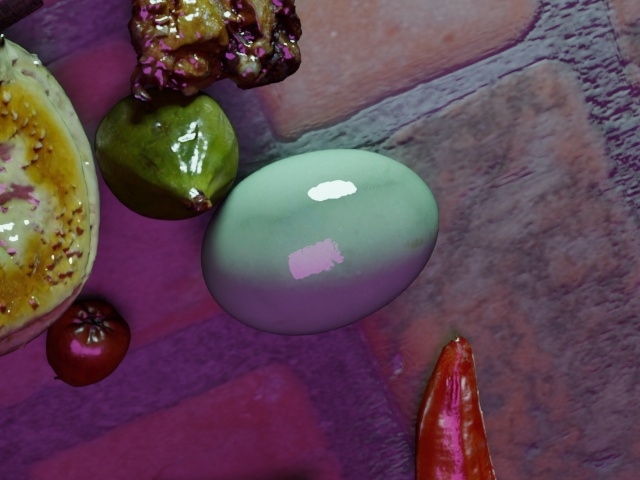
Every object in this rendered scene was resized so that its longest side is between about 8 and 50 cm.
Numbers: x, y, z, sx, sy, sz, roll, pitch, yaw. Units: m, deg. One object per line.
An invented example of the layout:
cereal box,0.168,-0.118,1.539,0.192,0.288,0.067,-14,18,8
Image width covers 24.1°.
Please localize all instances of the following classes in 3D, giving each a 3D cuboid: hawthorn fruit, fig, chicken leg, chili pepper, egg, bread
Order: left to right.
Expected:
bread,-0.333,-0.041,1.320,0.305,0.158,0.306,0,90,-47
hawthorn fruit,-0.232,0.105,1.470,0.081,0.081,0.093,16,135,-12
chicken leg,-0.161,-0.227,1.338,0.322,0.083,0.177,36,74,-18
fig,-0.136,-0.056,1.372,0.132,0.185,0.127,-3,139,-15
egg,0.000,0.000,1.409,0.230,0.168,0.168,-19,110,-3
chili pepper,0.139,0.177,1.547,0.088,0.065,0.169,-3,106,-7

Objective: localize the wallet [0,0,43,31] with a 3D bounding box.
wallet,-0.375,-0.205,1.357,0.230,0.042,0.124,-31,116,7
